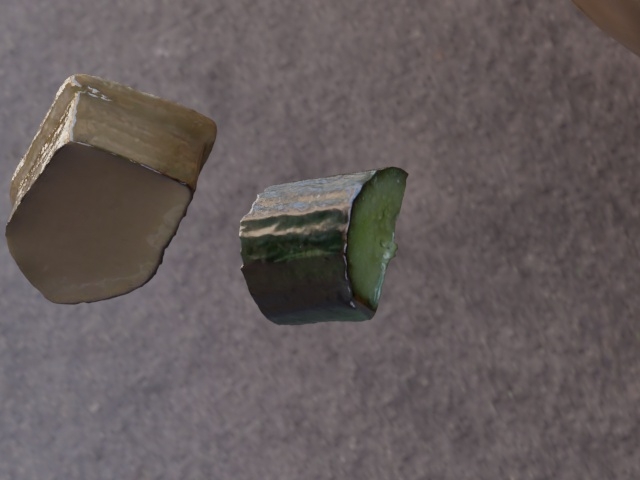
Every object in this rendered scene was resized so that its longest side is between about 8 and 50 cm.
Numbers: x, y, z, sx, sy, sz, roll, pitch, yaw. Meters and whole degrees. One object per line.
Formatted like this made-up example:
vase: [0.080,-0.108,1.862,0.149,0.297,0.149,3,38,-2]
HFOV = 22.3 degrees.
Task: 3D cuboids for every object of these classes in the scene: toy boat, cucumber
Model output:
toy boat: [-0.154,-0.022,1.112,0.116,0.188,0.061,20,47,-15]
cucumber: [0.000,0.000,1.210,0.115,0.062,0.116,-6,68,41]

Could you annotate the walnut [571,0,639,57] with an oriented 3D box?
walnut: [0.183,-0.169,0.438,0.306,0.344,0.306,-43,32,37]
